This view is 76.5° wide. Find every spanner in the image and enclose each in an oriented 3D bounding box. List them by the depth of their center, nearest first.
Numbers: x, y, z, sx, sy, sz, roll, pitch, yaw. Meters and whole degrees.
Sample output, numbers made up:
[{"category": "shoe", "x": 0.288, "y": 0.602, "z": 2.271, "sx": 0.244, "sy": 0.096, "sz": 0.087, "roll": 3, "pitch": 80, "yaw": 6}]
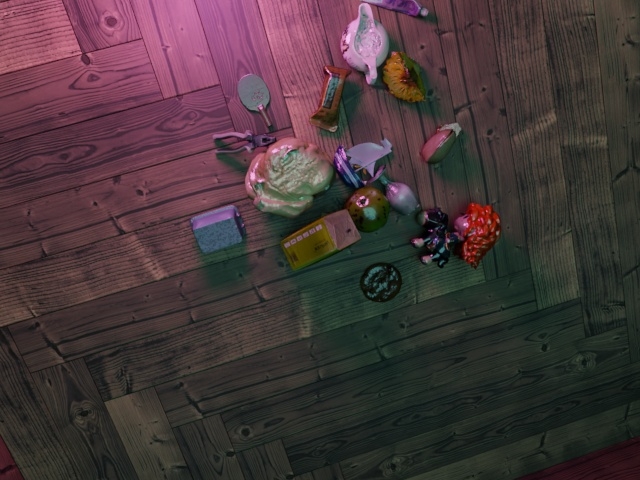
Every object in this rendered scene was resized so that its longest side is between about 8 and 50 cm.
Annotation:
[{"category": "spanner", "x": -0.324, "y": -0.417, "z": 1.715, "sx": 0.325, "sy": 0.040, "sz": 0.096, "roll": 3, "pitch": 107, "yaw": 28}]

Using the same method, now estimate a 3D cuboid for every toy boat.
[{"category": "toy boat", "x": 0.206, "y": -0.377, "z": 1.852, "sx": 0.291, "sy": 0.067, "sz": 0.220, "roll": -32, "pitch": 87, "yaw": -6}]

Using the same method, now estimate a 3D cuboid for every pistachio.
[{"category": "pistachio", "x": 0.542, "y": -0.433, "z": 1.854, "sx": 0.108, "sy": 0.126, "sz": 0.185, "roll": 42, "pitch": 116, "yaw": 9}]

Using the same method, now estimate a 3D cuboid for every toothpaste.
[{"category": "toothpaste", "x": 0.320, "y": -1.027, "z": 1.748, "sx": 0.301, "sy": 0.048, "sz": 0.075, "roll": 18, "pitch": 127, "yaw": -4}]

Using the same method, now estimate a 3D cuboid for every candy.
[{"category": "candy", "x": 0.039, "y": -0.619, "z": 1.774, "sx": 0.143, "sy": 0.101, "sz": 0.271, "roll": 10, "pitch": 106, "yaw": -15}]

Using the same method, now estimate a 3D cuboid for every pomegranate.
[{"category": "pomegranate", "x": 0.220, "y": -0.128, "z": 1.843, "sx": 0.211, "sy": 0.263, "sz": 0.211, "roll": -9, "pitch": 65, "yaw": 21}]

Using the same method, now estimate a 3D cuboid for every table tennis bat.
[{"category": "table tennis bat", "x": -0.275, "y": -0.608, "z": 1.775, "sx": 0.131, "sy": 0.022, "sz": 0.234, "roll": -26, "pitch": 101, "yaw": -2}]

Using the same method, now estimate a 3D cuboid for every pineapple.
[{"category": "pineapple", "x": 0.363, "y": -0.734, "z": 1.795, "sx": 0.250, "sy": 0.140, "sz": 0.164, "roll": 38, "pitch": 53, "yaw": -34}]

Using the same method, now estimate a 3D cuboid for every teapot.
[{"category": "teapot", "x": 0.198, "y": -0.816, "z": 1.725, "sx": 0.208, "sy": 0.166, "sz": 0.300, "roll": -15, "pitch": 93, "yaw": -16}]

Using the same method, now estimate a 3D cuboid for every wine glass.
[{"category": "wine glass", "x": 0.341, "y": -0.229, "z": 1.877, "sx": 0.241, "sy": 0.126, "sz": 0.126, "roll": 42, "pitch": 94, "yaw": -10}]

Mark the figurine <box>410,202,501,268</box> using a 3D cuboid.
[{"category": "figurine", "x": 0.633, "y": -0.023, "z": 1.925, "sx": 0.411, "sy": 0.241, "sz": 0.306, "roll": 1, "pitch": 78, "yaw": 10}]

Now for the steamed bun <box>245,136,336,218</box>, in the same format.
[{"category": "steamed bun", "x": -0.136, "y": -0.273, "z": 1.751, "sx": 0.325, "sy": 0.230, "sz": 0.372, "roll": 40, "pitch": 95, "yaw": -22}]

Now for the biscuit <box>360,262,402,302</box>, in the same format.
[{"category": "biscuit", "x": 0.303, "y": 0.211, "z": 2.007, "sx": 0.212, "sy": 0.036, "sz": 0.212, "roll": -2, "pitch": 102, "yaw": -8}]

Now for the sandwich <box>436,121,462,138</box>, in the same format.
[{"category": "sandwich", "x": 0.599, "y": -0.513, "z": 1.894, "sx": 0.105, "sy": 0.036, "sz": 0.093, "roll": 21, "pitch": 99, "yaw": -10}]

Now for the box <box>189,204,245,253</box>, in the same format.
[{"category": "box", "x": -0.457, "y": -0.047, "z": 1.810, "sx": 0.227, "sy": 0.130, "sz": 0.162, "roll": -17, "pitch": 118, "yaw": -3}]

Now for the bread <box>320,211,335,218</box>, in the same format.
[{"category": "bread", "x": 0.064, "y": -0.045, "z": 1.911, "sx": 0.139, "sy": 0.060, "sz": 0.178, "roll": 1, "pitch": 102, "yaw": -7}]

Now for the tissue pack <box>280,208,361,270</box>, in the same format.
[{"category": "tissue pack", "x": 0.000, "y": 0.000, "z": 1.769, "sx": 0.274, "sy": 0.200, "sz": 0.167, "roll": -26, "pitch": 90, "yaw": 38}]
